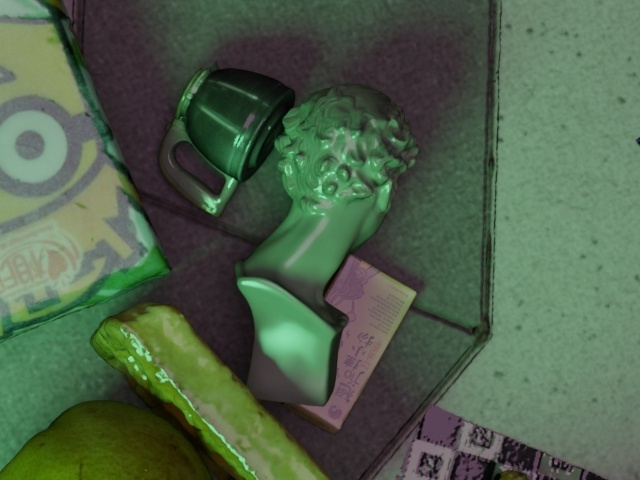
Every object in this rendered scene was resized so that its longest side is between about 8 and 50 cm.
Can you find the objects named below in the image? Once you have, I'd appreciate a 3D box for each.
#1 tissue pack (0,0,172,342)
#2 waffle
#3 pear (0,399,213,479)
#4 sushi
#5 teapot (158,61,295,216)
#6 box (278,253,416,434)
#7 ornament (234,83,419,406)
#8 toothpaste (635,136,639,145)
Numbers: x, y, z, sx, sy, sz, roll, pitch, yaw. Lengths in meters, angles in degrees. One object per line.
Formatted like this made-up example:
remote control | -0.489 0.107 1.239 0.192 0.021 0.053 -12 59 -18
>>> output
tissue pack | -0.283 -0.073 1.503 0.228 0.128 0.311 -23 91 -8
waffle | -0.079 0.158 1.507 0.057 0.168 0.274 -43 93 -15
pear | -0.175 0.244 1.472 0.208 0.209 0.209 0 87 -9
sushi | 0.157 0.268 1.601 0.210 0.040 0.193 26 84 -7
teapot | -0.088 -0.097 1.558 0.090 0.092 0.124 31 76 10
box | 0.019 0.091 1.598 0.073 0.020 0.149 30 83 -6
ornament | -0.006 0.002 1.532 0.120 0.130 0.285 19 82 1
toothpaste | 0.323 -0.065 1.658 0.024 0.015 0.083 -34 87 -8
